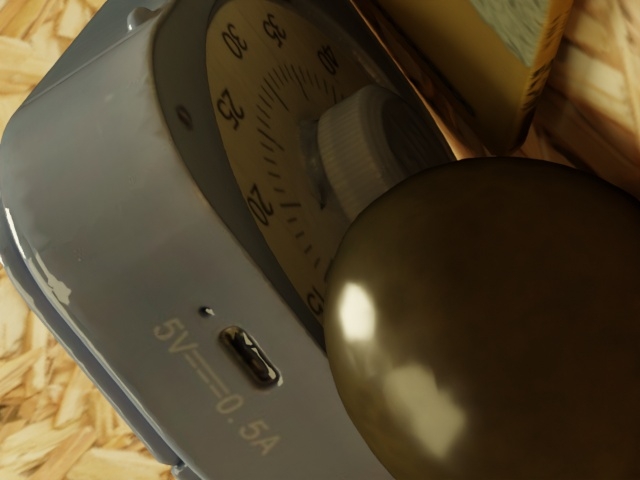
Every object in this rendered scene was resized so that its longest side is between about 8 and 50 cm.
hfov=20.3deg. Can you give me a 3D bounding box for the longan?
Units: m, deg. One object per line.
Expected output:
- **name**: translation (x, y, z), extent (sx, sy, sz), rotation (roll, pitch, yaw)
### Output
- **longan**: translation (0.101, 0.055, 0.874), extent (0.198, 0.198, 0.212), rotation (49, 175, 35)

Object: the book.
- **book**: translation (0.017, -0.180, 0.786), extent (0.269, 0.032, 0.389), rotation (52, 176, 10)

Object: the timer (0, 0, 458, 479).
- **timer**: translation (0.000, 0.000, 1.083), extent (0.395, 0.173, 0.395), rotation (46, -154, -30)
